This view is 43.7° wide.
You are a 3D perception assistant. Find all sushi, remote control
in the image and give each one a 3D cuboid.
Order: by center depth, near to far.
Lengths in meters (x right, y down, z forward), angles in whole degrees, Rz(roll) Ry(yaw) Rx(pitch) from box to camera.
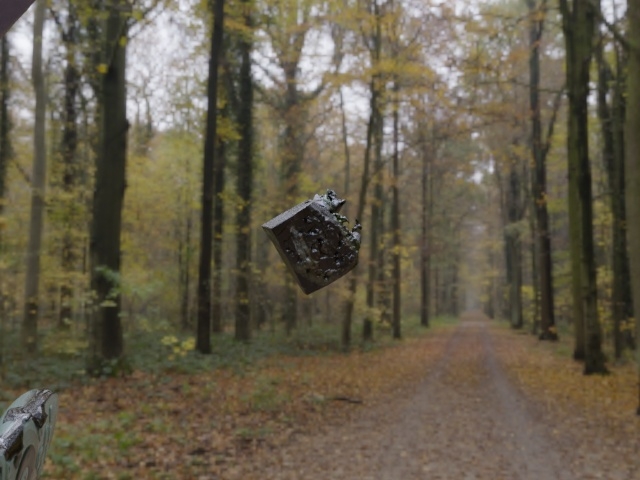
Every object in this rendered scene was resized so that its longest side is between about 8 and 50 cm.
[{"bbox_3d":[-0.256,0.184,0.645,0.045,0.097,0.256,11,3,-8],"label":"remote control"},{"bbox_3d":[0.000,0.000,0.813,0.084,0.083,0.056,-31,10,-10],"label":"sushi"}]

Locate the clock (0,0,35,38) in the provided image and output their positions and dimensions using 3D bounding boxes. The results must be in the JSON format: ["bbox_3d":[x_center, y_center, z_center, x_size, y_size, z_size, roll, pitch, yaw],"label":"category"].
[{"bbox_3d":[-0.237,-0.224,0.570,0.073,0.145,0.193,24,-31,-38],"label":"clock"}]
